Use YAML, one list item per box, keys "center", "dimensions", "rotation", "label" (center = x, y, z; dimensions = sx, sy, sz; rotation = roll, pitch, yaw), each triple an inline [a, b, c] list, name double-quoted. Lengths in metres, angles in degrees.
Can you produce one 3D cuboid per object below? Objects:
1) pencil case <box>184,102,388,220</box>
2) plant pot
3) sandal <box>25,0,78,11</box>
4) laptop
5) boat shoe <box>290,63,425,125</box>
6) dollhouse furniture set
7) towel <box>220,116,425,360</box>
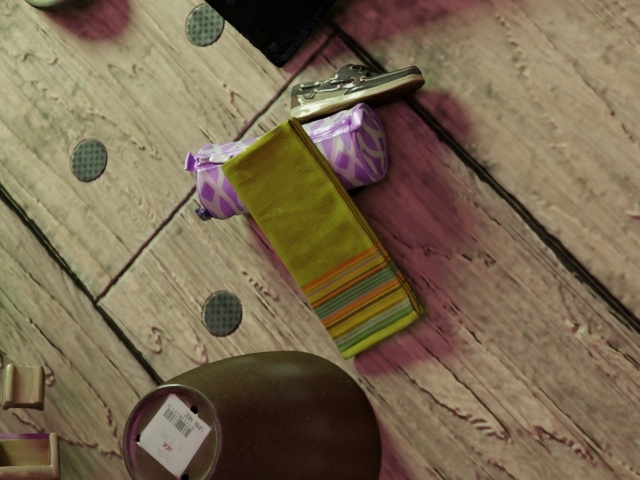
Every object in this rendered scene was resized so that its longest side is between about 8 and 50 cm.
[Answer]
- center: [-0.033, -0.082, 1.869]
  dimensions: [0.206, 0.088, 0.086]
  rotation: [-14, 47, 21]
  label: "pencil case"
- center: [-0.086, 0.200, 1.763]
  dimensions: [0.215, 0.230, 0.215]
  rotation: [-5, 78, 26]
  label: "plant pot"
- center: [-0.342, -0.387, 2.077]
  dimensions: [0.120, 0.086, 0.303]
  rotation: [-32, 68, 18]
  label: "sandal"
- center: [-0.051, -0.365, 1.929]
  dimensions: [0.264, 0.136, 0.234]
  rotation: [43, 124, 2]
  label: "laptop"
- center: [0.033, -0.157, 1.868]
  dimensions: [0.152, 0.056, 0.049]
  rotation: [-15, 79, 23]
  label: "boat shoe"
- center: [-0.431, 0.135, 1.987]
  dimensions: [0.286, 0.198, 0.303]
  rotation: [0, 71, -11]
  label: "dollhouse furniture set"
- center: [0.000, 0.000, 1.822]
  dimensions: [0.102, 0.021, 0.237]
  rotation: [-34, 90, 24]
  label: "towel"
